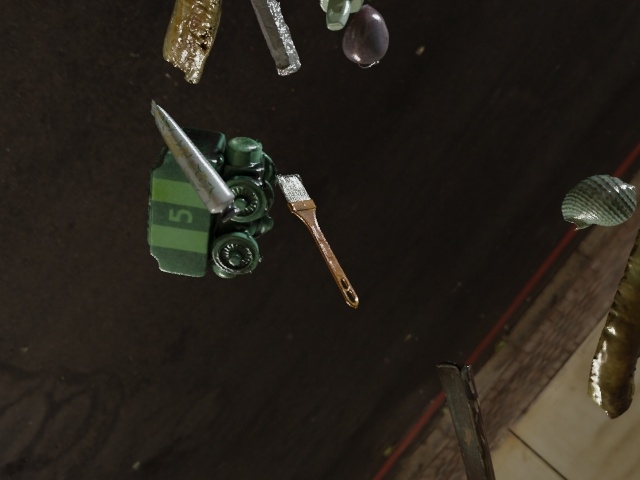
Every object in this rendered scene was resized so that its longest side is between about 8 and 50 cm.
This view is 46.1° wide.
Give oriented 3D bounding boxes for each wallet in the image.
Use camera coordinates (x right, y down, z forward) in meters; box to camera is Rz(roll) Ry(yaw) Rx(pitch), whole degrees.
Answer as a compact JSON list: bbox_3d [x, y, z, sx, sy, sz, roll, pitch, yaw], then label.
[{"bbox_3d":[0.244,0.309,1.215,0.031,0.232,0.122,-13,175,-8],"label":"wallet"}]

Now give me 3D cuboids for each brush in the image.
[{"bbox_3d":[0.000,0.000,1.545,0.017,0.314,0.090,-34,169,30],"label":"brush"}]

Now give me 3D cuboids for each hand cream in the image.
[{"bbox_3d":[-0.183,-0.110,1.064,0.042,0.194,0.067,-37,-178,-11],"label":"hand cream"}]

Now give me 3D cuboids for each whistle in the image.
[{"bbox_3d":[0.046,-0.560,1.670,0.105,0.253,0.101,31,142,-31],"label":"whistle"}]

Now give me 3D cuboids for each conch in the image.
[{"bbox_3d":[0.343,-0.051,0.924,0.085,0.076,0.057,-21,148,-8],"label":"conch"}]

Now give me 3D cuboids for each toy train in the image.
[{"bbox_3d":[-0.205,-0.068,1.431,0.167,0.238,0.299,-85,-174,-59],"label":"toy train"}]

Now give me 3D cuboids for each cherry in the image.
[{"bbox_3d":[0.127,-0.516,1.895,0.188,0.115,0.148,-35,111,-52],"label":"cherry"}]

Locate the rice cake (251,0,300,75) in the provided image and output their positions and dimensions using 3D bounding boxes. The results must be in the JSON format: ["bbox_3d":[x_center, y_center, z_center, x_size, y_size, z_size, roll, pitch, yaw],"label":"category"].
[{"bbox_3d":[-0.107,-0.472,1.590,0.055,0.270,0.049,-27,173,37],"label":"rice cake"}]

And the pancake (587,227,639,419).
[{"bbox_3d":[0.390,0.027,0.844,0.197,0.054,0.377,-1,113,-56],"label":"pancake"}]

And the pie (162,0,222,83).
[{"bbox_3d":[-0.287,-0.475,1.691,0.068,0.128,0.282,-46,174,-39],"label":"pie"}]
